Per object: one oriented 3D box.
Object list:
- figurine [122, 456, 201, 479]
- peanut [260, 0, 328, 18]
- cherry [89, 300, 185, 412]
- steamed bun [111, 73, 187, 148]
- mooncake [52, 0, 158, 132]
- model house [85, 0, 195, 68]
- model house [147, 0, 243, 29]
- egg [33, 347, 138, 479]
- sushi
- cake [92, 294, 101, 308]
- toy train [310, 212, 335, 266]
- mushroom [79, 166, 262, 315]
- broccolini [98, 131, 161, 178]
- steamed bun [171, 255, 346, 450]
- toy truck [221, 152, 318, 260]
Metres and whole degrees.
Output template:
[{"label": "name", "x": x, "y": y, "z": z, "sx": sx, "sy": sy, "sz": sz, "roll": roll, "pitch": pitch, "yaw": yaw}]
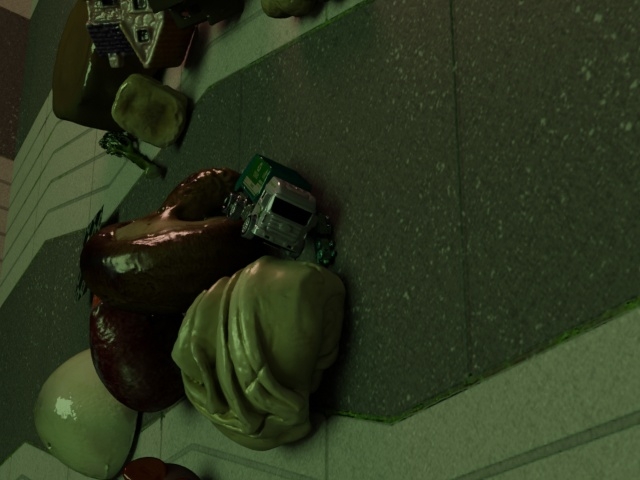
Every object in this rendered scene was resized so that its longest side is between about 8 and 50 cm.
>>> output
[{"label": "figurine", "x": -0.284, "y": 0.491, "z": 1.635, "sx": 0.173, "sy": 0.173, "sz": 0.173, "roll": -27, "pitch": 58, "yaw": 54}, {"label": "peanut", "x": -0.030, "y": -0.450, "z": 1.581, "sx": 0.228, "sy": 0.085, "sz": 0.104, "roll": -8, "pitch": 83, "yaw": 57}, {"label": "cherry", "x": -0.353, "y": 0.209, "z": 1.766, "sx": 0.203, "sy": 0.300, "sz": 0.230, "roll": -22, "pitch": 48, "yaw": 2}, {"label": "steamed bun", "x": -0.393, "y": -0.319, "z": 2.110, "sx": 0.141, "sy": 0.172, "sz": 0.155, "roll": -56, "pitch": 18, "yaw": 18}, {"label": "mooncake", "x": -0.555, "y": -0.466, "z": 2.361, "sx": 0.378, "sy": 0.200, "sz": 0.379, "roll": -27, "pitch": 57, "yaw": 52}, {"label": "model house", "x": -0.425, "y": -0.509, "z": 2.062, "sx": 0.202, "sy": 0.236, "sz": 0.238, "roll": -55, "pitch": -38, "yaw": -73}, {"label": "model house", "x": -0.224, "y": -0.568, "z": 1.884, "sx": 0.243, "sy": 0.211, "sz": 0.204, "roll": -14, "pitch": 111, "yaw": 29}, {"label": "egg", "x": -0.560, "y": 0.395, "z": 2.106, "sx": 0.337, "sy": 0.201, "sz": 0.337, "roll": -21, "pitch": 65, "yaw": 55}, {"label": "sushi", "x": -0.611, "y": 0.047, "z": 2.457, "sx": 0.219, "sy": 0.047, "sz": 0.231, "roll": -34, "pitch": 48, "yaw": 57}, {"label": "cake", "x": -0.520, "y": 0.118, "z": 2.235, "sx": 0.117, "sy": 0.086, "sz": 0.220, "roll": -42, "pitch": 47, "yaw": 43}, {"label": "toy train", "x": 0.000, "y": 0.000, "z": 1.440, "sx": 0.045, "sy": 0.029, "sz": 0.092, "roll": 132, "pitch": 137, "yaw": -53}, {"label": "mushroom", "x": -0.268, "y": 0.028, "z": 1.624, "sx": 0.345, "sy": 0.345, "sz": 0.239, "roll": -37, "pitch": 79, "yaw": 50}, {"label": "broccolini", "x": -0.493, "y": -0.219, "z": 2.297, "sx": 0.392, "sy": 0.074, "sz": 0.079, "roll": 31, "pitch": 145, "yaw": 61}, {"label": "steamed bun", "x": -0.105, "y": 0.169, "z": 1.390, "sx": 0.289, "sy": 0.203, "sz": 0.276, "roll": -40, "pitch": 47, "yaw": 47}, {"label": "toy truck", "x": -0.082, "y": -0.062, "z": 1.498, "sx": 0.124, "sy": 0.114, "sz": 0.253, "roll": -64, "pitch": 21, "yaw": 7}]
